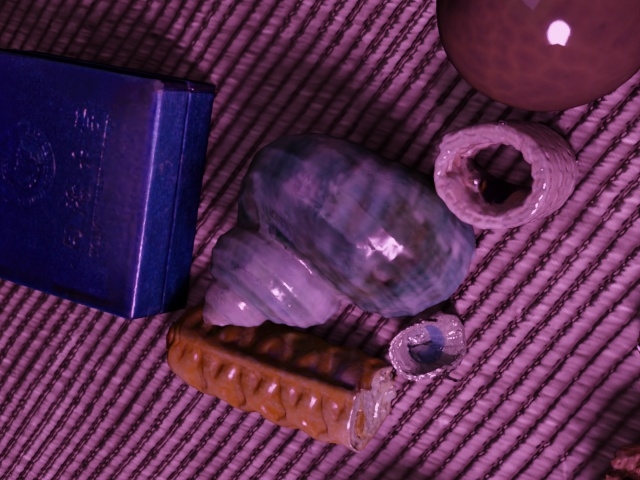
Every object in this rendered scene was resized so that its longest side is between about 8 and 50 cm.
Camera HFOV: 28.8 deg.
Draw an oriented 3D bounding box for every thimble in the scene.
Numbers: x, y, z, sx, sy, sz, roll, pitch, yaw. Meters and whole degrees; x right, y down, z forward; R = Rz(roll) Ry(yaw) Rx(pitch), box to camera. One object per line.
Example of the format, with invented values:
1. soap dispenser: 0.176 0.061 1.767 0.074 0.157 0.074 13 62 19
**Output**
1. thimble: 0.173 -0.064 1.158 0.115 0.090 0.102 30 112 24

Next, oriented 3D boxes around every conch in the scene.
1. conch: 0.000 0.000 1.230 0.277 0.195 0.220 -29 87 -2

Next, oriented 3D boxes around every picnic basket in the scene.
1. picnic basket: 0.107 0.102 1.216 0.083 0.083 0.065 -157 51 -72

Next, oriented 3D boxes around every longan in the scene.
1. longan: 0.201 -0.214 1.074 0.198 0.198 0.212 23 116 28

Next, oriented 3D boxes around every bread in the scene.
1. bread: -0.050 0.135 1.309 0.269 0.087 0.098 17 106 30

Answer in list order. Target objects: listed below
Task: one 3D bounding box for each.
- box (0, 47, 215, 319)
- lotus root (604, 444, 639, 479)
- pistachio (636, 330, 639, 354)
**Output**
1. box: -0.275 -0.072 1.419 0.279 0.116 0.261 14 100 28
2. lotus root: 0.308 0.326 1.079 0.146 0.131 0.303 -13 85 64
3. pistachio: 0.362 0.098 1.077 0.173 0.049 0.089 17 125 27
